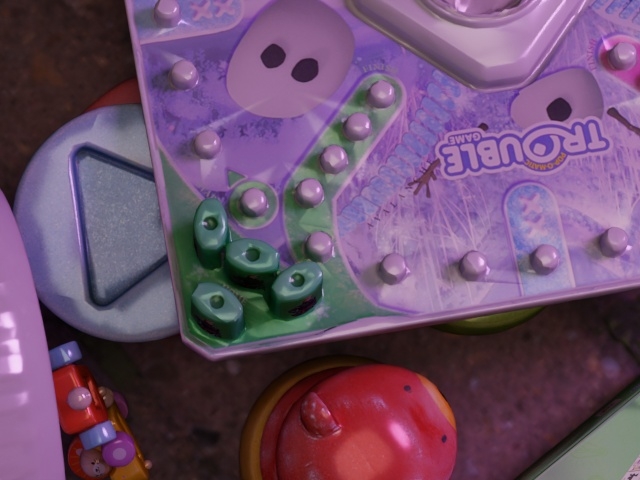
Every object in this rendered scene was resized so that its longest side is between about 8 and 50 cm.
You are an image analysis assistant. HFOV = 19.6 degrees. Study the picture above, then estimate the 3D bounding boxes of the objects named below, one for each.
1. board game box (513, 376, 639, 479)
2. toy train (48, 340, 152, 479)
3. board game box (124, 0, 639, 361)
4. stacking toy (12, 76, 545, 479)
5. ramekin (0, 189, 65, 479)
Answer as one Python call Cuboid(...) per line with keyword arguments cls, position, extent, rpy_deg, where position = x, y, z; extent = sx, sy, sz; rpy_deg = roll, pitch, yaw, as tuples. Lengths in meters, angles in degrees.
Cuboid(cls="board game box", position=(0.141, 0.252, 1.057), extent=(0.317, 0.046, 0.213), rpy_deg=(-38, 87, -7))
Cuboid(cls="toy train", position=(-0.117, 0.137, 1.013), extent=(0.046, 0.125, 0.166), rpy_deg=(-24, 90, 1))
Cuboid(cls="board game box", position=(0.087, -0.156, 1.010), extent=(0.390, 0.050, 0.390), rpy_deg=(-9, 73, -5))
Cuboid(cls="stacking toy", position=(0.000, 0.000, 1.031), extent=(0.309, 0.130, 0.279), rpy_deg=(42, 83, 0))
Cuboid(cls="ramekin", position=(-0.213, 0.082, 0.946), extent=(0.127, 0.273, 0.272), rpy_deg=(-9, 85, -17))
